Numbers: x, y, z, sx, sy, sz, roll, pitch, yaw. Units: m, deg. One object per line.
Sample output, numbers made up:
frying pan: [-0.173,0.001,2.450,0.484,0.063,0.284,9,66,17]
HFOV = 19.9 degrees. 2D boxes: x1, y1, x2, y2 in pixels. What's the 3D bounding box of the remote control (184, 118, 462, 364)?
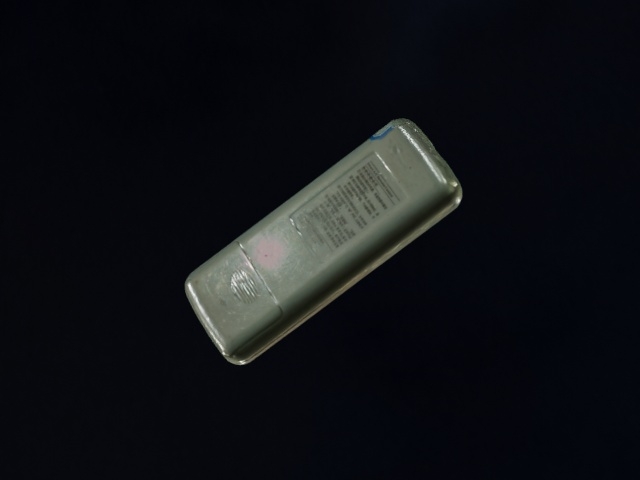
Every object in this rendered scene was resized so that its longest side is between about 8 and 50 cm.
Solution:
remote control: [0.000,0.000,0.770,0.124,0.053,0.018,-38,-32,4]
